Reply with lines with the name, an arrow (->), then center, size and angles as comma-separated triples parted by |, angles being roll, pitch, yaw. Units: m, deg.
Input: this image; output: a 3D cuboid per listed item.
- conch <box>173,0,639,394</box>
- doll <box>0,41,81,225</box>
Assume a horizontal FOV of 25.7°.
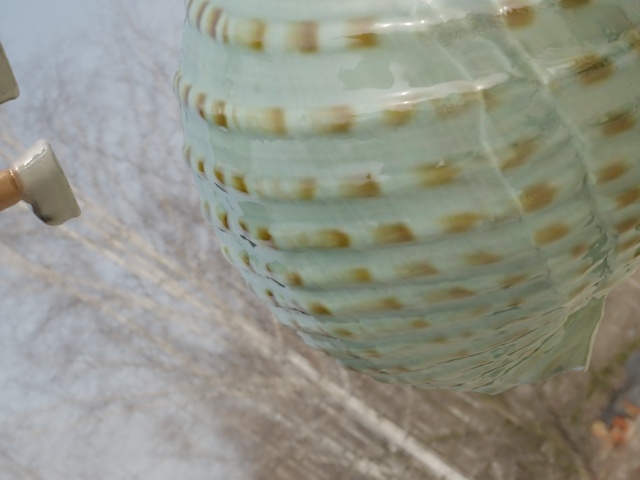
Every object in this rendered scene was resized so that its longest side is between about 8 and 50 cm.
conch -> 0.084, -0.075, 0.707 | 0.303, 0.319, 0.215 | -13, 0, -9
doll -> -0.249, -0.018, 0.750 | 0.217, 0.085, 0.183 | -24, -36, -6
